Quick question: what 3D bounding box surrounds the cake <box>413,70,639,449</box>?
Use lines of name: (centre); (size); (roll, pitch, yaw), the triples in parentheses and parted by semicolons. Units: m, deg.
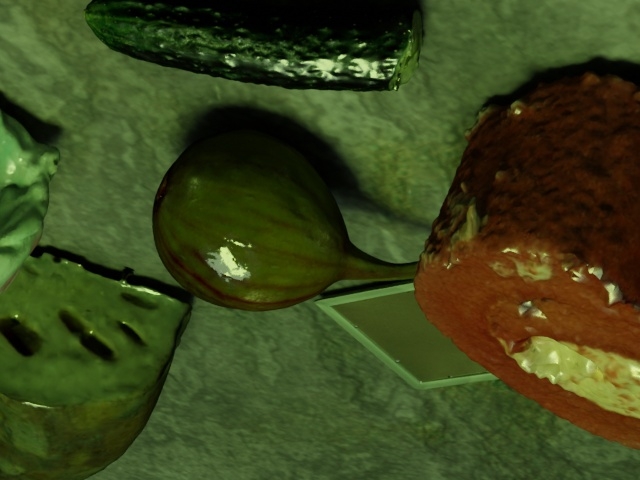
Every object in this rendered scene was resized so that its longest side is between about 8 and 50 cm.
cake: (0.190, 0.022, 1.246); (0.283, 0.150, 0.177); (35, 156, -30)

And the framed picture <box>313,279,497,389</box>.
framed picture: (0.106, 0.065, 1.480); (0.183, 0.011, 0.142); (-12, 140, 38)

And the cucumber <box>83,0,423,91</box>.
cucumber: (-0.044, -0.123, 1.200); (0.215, 0.052, 0.058); (7, 129, 15)

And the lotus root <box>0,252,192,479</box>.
lotus root: (-0.269, 0.113, 1.599); (0.267, 0.149, 0.260); (21, 149, -4)

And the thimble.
thimble: (-0.291, -0.018, 1.367); (0.211, 0.185, 0.149); (-10, 163, -29)

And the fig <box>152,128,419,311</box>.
fig: (0.000, 0.000, 1.339); (0.236, 0.124, 0.124); (14, 152, -22)
